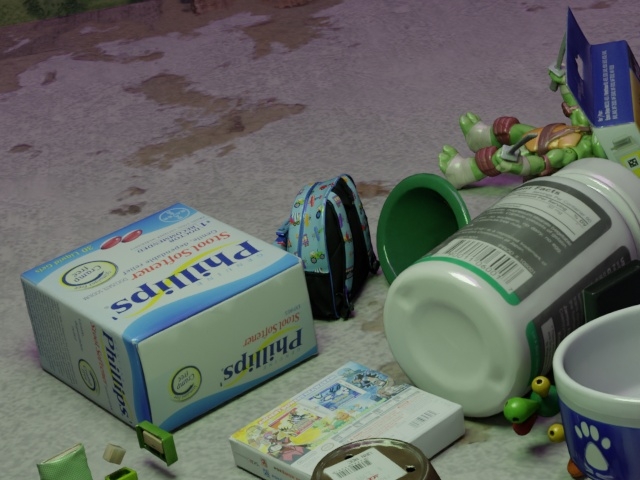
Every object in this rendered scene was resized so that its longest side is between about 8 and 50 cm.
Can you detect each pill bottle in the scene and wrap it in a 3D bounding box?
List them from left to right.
[{"bbox_3d":[0.259,0.046,1.977,0.204,0.204,0.361,14,34,39],"label":"pill bottle"}]

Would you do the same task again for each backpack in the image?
[{"bbox_3d":[0.000,0.000,2.185,0.117,0.173,0.158,2,29,21],"label":"backpack"}]

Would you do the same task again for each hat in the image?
[{"bbox_3d":[0.206,0.012,2.209,0.184,0.173,0.208,4,46,-42],"label":"hat"}]

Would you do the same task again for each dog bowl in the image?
[{"bbox_3d":[0.370,0.150,1.612,0.265,0.104,0.265,-10,17,3],"label":"dog bowl"}]

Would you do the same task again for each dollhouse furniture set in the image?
[{"bbox_3d":[-0.242,0.264,1.846,0.152,0.076,0.059,-26,30,-31],"label":"dollhouse furniture set"}]

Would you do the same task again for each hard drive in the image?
[{"bbox_3d":[0.353,0.101,1.913,0.094,0.135,0.022,-26,31,-31],"label":"hard drive"}]

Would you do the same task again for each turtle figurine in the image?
[{"bbox_3d":[0.296,-0.179,2.383,0.266,0.197,0.275,-9,-22,41],"label":"turtle figurine"}]

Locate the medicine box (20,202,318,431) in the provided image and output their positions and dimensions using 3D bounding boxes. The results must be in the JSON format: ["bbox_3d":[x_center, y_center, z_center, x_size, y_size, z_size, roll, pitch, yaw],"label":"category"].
[{"bbox_3d":[-0.196,0.095,2.087,0.263,0.149,0.289,-26,30,-31],"label":"medicine box"}]

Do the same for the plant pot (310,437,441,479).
[{"bbox_3d":[0.059,0.306,1.492,0.215,0.230,0.215,-8,26,4],"label":"plant pot"}]

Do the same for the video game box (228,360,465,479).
[{"bbox_3d":[0.031,0.226,1.868,0.205,0.048,0.187,-29,34,-35],"label":"video game box"}]

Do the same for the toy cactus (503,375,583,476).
[{"bbox_3d":[0.310,0.186,1.829,0.219,0.112,0.180,-14,8,-5],"label":"toy cactus"}]

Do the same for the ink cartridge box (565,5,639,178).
[{"bbox_3d":[0.429,-0.154,2.211,0.072,0.307,0.303,-22,23,19],"label":"ink cartridge box"}]
